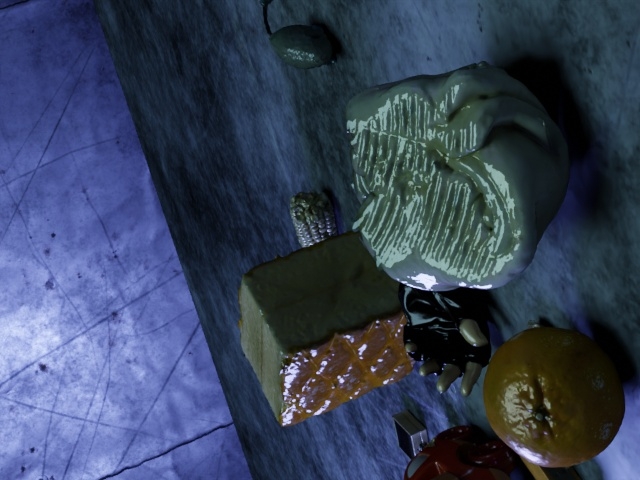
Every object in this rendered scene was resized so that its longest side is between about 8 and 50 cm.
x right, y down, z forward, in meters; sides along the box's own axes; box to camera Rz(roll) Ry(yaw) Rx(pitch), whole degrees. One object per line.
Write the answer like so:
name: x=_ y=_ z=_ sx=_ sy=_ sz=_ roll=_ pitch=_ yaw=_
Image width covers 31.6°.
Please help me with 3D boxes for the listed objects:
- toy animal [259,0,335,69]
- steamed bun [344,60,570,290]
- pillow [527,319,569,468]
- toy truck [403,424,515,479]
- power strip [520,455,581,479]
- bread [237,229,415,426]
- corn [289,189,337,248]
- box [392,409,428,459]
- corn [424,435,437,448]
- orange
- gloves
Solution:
toy animal: x=-0.052 y=-0.347 z=1.923 sx=0.253 sy=0.079 sz=0.070 roll=47 pitch=152 yaw=50
steamed bun: x=0.182 y=-0.084 z=1.371 sx=0.280 sy=0.207 sz=0.268 roll=-9 pitch=103 yaw=45
pillow: x=0.315 y=0.210 z=1.562 sx=0.135 sy=0.034 sz=0.211 roll=54 pitch=156 yaw=42
toy truck: x=0.202 y=0.432 z=1.813 sx=0.189 sy=0.239 sz=0.265 roll=71 pitch=163 yaw=-6
power strip: x=0.331 y=0.328 z=1.623 sx=0.178 sy=0.049 sz=0.028 roll=56 pitch=153 yaw=35
bread: x=0.015 y=0.147 z=1.975 sx=0.207 sy=0.279 sz=0.279 roll=59 pitch=163 yaw=32
corn: x=0.000 y=0.000 z=2.185 sx=0.087 sy=0.087 sz=0.211 roll=42 pitch=154 yaw=55
box: x=0.176 y=0.379 z=2.166 sx=0.083 sy=0.035 sz=0.079 roll=40 pitch=147 yaw=58
corn: x=0.234 y=0.459 z=2.019 sx=0.080 sy=0.080 sz=0.238 roll=33 pitch=138 yaw=62
orange: x=0.287 y=0.195 z=1.405 sx=0.177 sy=0.155 sz=0.178 roll=11 pitch=105 yaw=47
gloves: x=0.188 y=0.139 z=1.694 sx=0.164 sy=0.124 sz=0.203 roll=-42 pitch=61 yaw=52
